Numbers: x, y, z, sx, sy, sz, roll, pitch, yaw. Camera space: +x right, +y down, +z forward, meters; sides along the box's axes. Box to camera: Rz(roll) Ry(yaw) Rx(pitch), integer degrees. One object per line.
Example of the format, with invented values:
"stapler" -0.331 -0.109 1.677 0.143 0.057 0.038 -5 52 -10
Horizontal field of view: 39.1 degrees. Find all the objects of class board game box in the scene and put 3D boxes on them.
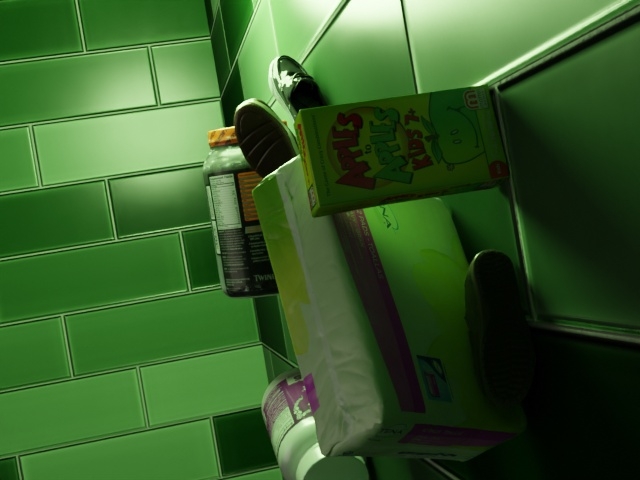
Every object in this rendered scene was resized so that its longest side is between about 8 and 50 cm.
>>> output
"board game box" 0.074 -0.083 0.831 0.043 0.181 0.092 132 128 -75

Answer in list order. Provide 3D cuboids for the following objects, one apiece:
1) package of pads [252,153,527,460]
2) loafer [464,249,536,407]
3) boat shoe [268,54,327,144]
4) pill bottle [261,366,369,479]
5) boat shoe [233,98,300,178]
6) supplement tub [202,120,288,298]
"package of pads" 0.071 0.068 0.899 0.101 0.229 0.296 -37 55 33
"loafer" 0.167 0.084 0.852 0.050 0.056 0.148 120 149 -75
"boat shoe" -0.031 -0.245 1.537 0.076 0.080 0.228 106 152 -54
"pill bottle" -0.008 0.377 1.711 0.301 0.169 0.169 -126 28 -66
"boat shoe" -0.070 -0.150 1.603 0.257 0.095 0.095 59 -159 -29
"supplement tub" -0.123 -0.064 1.821 0.207 0.207 0.338 -161 63 -78
